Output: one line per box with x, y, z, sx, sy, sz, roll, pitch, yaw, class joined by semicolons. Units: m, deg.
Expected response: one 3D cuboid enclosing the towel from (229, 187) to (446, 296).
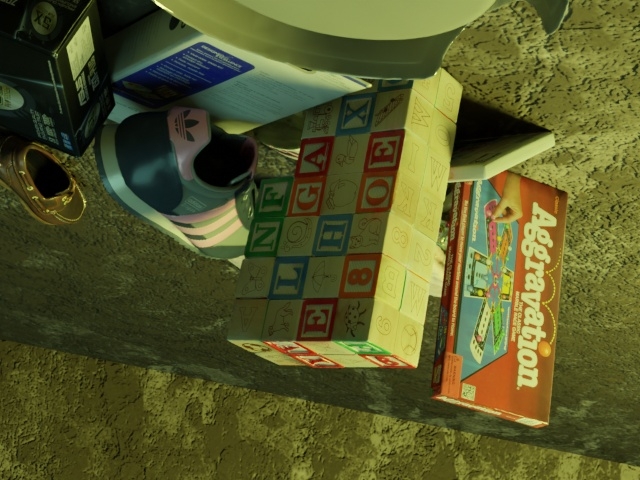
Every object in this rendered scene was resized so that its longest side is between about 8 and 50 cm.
0.000;0.000;1.904;0.331;0.053;0.317;2;162;25;towel

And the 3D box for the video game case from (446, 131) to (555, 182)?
0.148;-0.084;1.476;0.143;0.019;0.157;-4;-166;37;video game case

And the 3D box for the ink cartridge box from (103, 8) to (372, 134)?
-0.105;-0.172;1.412;0.165;0.065;0.332;22;160;-33;ink cartridge box

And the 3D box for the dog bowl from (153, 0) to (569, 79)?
0.020;-0.241;1.062;0.348;0.102;0.349;9;163;3;dog bowl

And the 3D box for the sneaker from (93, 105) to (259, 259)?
-0.105;-0.058;1.503;0.131;0.112;0.319;-16;163;21;sneaker

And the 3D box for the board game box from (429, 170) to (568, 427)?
0.204;0.057;1.584;0.145;0.281;0.027;18;157;-24;board game box

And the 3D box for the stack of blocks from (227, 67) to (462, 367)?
0.026;-0.029;1.392;0.171;0.297;0.087;-2;158;38;stack of blocks

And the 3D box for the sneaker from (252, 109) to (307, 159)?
0.014;-0.112;1.551;0.178;0.072;0.077;19;174;0;sneaker

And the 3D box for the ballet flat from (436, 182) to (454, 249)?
0.131;-0.045;1.651;0.241;0.091;0.077;16;140;-28;ballet flat

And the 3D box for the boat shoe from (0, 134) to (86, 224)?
-0.359;-0.072;1.845;0.073;0.073;0.207;4;162;24;boat shoe

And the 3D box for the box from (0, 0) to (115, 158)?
-0.288;-0.179;1.362;0.147;0.078;0.180;23;153;10;box
